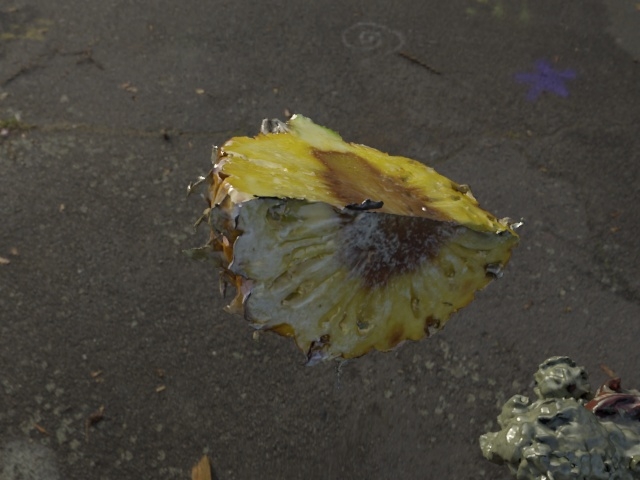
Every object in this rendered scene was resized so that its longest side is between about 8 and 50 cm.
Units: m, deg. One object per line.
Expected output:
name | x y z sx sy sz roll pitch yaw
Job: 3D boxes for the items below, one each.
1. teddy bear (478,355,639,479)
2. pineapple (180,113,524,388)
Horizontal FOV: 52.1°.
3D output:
teddy bear | 0.431 0.300 1.025 0.357 0.367 0.224 -2 81 48
pineapple | -0.001 -0.002 0.733 0.344 0.209 0.286 6 25 -28
